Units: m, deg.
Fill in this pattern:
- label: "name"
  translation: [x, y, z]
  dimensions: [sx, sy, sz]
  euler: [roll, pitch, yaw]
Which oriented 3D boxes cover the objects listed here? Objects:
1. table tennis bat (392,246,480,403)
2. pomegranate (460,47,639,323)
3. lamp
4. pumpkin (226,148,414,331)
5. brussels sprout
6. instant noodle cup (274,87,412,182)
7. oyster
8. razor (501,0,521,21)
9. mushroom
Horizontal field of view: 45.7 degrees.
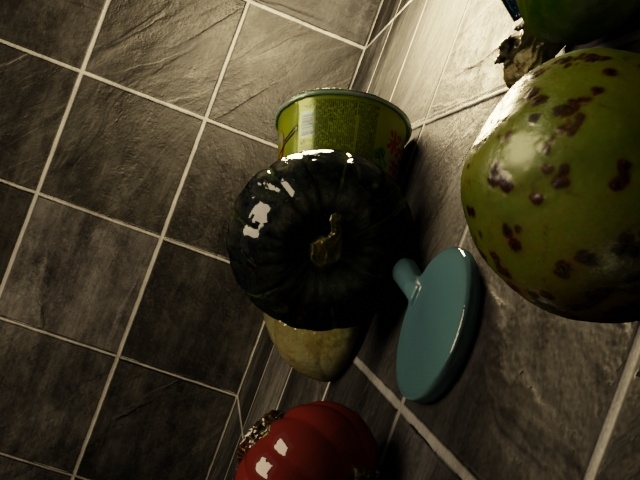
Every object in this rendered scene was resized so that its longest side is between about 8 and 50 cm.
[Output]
- label: "table tennis bat"
  translation: [0.151, 0.099, 1.070]
  dimensions: [0.329, 0.044, 0.215]
  euler: [-105, 35, -72]
- label: "pomegranate"
  translation: [0.224, -0.049, 0.538]
  dimensions: [0.246, 0.198, 0.198]
  euler: [-29, 24, 17]
- label: "lamp"
  translation: [-0.024, 0.324, 1.045]
  dimensions: [0.227, 0.227, 0.226]
  euler: [-160, 90, -82]
- label: "pumpkin"
  translation: [0.000, 0.000, 1.305]
  dimensions: [0.241, 0.323, 0.323]
  euler: [-104, 35, -73]
- label: "brussels sprout"
  translation: [0.287, -0.293, 0.801]
  dimensions: [0.162, 0.144, 0.180]
  euler: [-31, -36, -41]
- label: "instant noodle cup"
  translation: [0.037, -0.147, 1.616]
  dimensions: [0.311, 0.312, 0.221]
  euler: [129, 151, -65]
- label: "oyster"
  translation: [0.294, -0.288, 0.961]
  dimensions: [0.209, 0.072, 0.133]
  euler: [-58, -3, 15]
- label: "razor"
  translation: [0.333, -0.394, 1.040]
  dimensions: [0.056, 0.093, 0.324]
  euler: [-35, 8, -10]
- label: "mushroom"
  translation: [-0.001, 0.106, 1.533]
  dimensions: [0.217, 0.212, 0.291]
  euler: [109, -176, -65]
